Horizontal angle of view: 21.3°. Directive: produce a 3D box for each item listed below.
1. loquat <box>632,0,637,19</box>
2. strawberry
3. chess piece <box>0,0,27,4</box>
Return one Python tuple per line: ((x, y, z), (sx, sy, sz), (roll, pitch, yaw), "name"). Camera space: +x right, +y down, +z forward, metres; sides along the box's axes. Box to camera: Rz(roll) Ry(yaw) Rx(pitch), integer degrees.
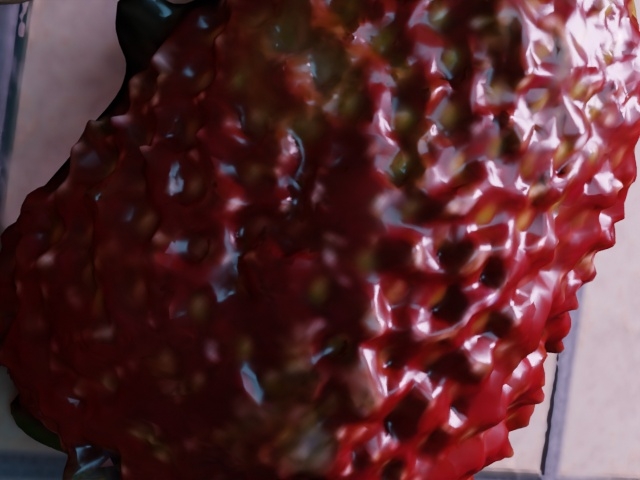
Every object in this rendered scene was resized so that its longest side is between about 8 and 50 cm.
((0.065, -0.088, 0.755), (0.163, 0.163, 0.137), (17, 55, -32), "loquat")
((0.000, 0.000, 0.651), (0.233, 0.138, 0.306), (20, 120, -7), "strawberry")
((-0.053, -0.180, 0.675), (0.261, 0.143, 0.143), (-24, 107, -12), "chess piece")
